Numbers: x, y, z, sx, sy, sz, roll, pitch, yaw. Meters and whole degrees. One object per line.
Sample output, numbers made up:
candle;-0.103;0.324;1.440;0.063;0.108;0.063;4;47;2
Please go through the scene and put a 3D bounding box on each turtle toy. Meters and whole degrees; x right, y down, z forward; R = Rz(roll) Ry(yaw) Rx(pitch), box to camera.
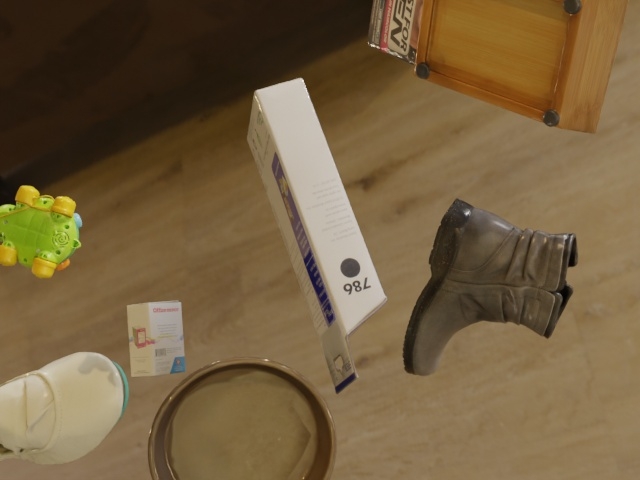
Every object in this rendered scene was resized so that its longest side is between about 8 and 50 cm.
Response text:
turtle toy;-0.327;-0.011;1.225;0.130;0.066;0.095;17;85;19

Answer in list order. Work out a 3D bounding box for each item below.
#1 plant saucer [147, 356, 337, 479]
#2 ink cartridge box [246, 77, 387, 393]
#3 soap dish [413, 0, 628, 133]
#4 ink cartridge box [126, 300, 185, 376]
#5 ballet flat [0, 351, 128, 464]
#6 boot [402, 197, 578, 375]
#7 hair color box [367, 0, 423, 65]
plant saucer;-0.114;0.302;1.579;0.278;0.278;0.041;-51;13;2
ink cartridge box;0.000;0.000;1.206;0.065;0.165;0.333;-17;80;-11
soap dish;0.268;-0.292;1.499;0.290;0.118;0.229;25;125;29
ink cartridge box;-0.276;0.165;1.808;0.052;0.088;0.122;-5;86;30
ballet flat;-0.414;0.242;1.449;0.400;0.139;0.139;-20;55;44
boot;0.266;0.113;1.700;0.222;0.338;0.118;21;35;13
hair color box;0.223;-0.366;1.782;0.347;0.105;0.174;36;124;50
